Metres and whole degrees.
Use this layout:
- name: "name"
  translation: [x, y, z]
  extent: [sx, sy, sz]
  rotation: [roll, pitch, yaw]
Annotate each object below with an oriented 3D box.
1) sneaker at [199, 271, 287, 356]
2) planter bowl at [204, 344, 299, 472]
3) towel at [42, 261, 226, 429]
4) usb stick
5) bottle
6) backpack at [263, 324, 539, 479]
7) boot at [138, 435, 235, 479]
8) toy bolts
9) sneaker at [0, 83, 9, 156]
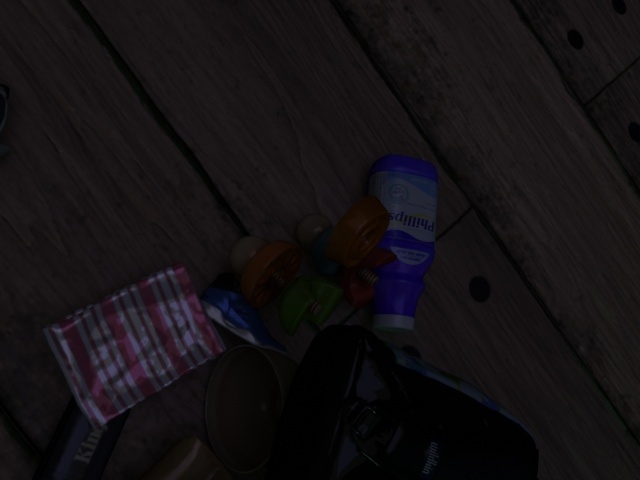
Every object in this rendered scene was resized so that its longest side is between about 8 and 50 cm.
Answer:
- name: "sneaker"
  translation: [-0.098, 0.105, 0.874]
  extent: [0.152, 0.058, 0.084]
  rotation: [34, 75, -7]
- name: "planter bowl"
  translation: [-0.066, 0.227, 0.818]
  extent: [0.109, 0.162, 0.162]
  rotation: [14, 72, -44]
- name: "towel"
  translation: [-0.233, 0.130, 0.774]
  extent: [0.197, 0.029, 0.144]
  rotation: [-28, 96, -32]
- name: "usb stick"
  translation: [-0.293, 0.240, 0.762]
  extent: [0.077, 0.045, 0.277]
  rotation: [27, 68, -18]
- name: "bottle"
  translation: [0.127, 0.005, 0.979]
  extent: [0.118, 0.092, 0.282]
  rotation: [11, 74, -17]
- name: "backpack"
  translation: [0.111, 0.281, 0.739]
  extent: [0.356, 0.273, 0.290]
  rotation: [19, 80, -19]
- name: "boot"
  translation: [-0.244, 0.330, 0.703]
  extent: [0.269, 0.089, 0.236]
  rotation: [-42, 140, -24]
- name: "toy bolts"
  translation: [0.000, 0.000, 0.853]
  extent: [0.158, 0.218, 0.229]
  rotation: [39, 21, 23]
- name: "sneaker"
  translation: [-0.476, -0.195, 0.762]
  extent: [0.132, 0.086, 0.228]
  rotation: [-32, 103, -32]
